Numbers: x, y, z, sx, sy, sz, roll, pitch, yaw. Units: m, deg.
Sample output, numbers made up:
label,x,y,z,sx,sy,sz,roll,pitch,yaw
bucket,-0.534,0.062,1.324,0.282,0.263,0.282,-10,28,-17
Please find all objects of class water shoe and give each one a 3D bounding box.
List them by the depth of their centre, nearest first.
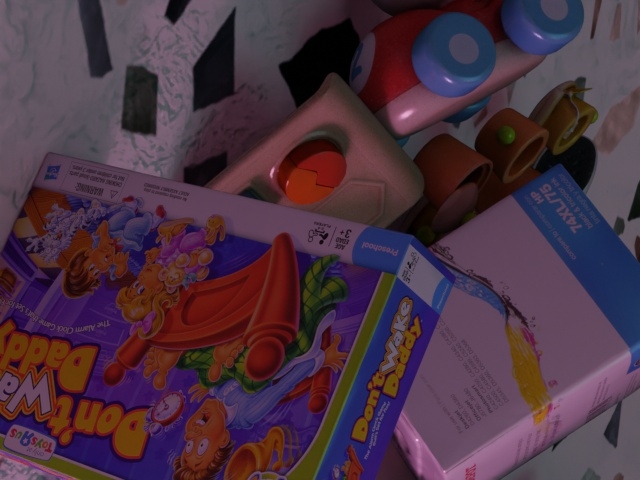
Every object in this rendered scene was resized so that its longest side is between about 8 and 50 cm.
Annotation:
label,x,y,z,sx,sy,sz,roll,pitch,yaw
water shoe,0.279,-0.036,1.963,0.080,0.073,0.203,88,26,-71

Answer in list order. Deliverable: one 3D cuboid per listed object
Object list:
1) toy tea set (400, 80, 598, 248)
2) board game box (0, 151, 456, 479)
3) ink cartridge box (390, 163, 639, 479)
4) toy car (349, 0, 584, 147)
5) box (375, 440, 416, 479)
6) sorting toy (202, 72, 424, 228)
label,x,y,z,sx,sy,sz,roll,pitch,yaw
toy tea set,0.204,-0.045,1.722,0.336,0.124,0.200,-23,150,-49
board game box,-0.102,0.081,1.173,0.078,0.347,0.233,41,67,-53
ink cartridge box,0.177,0.102,1.571,0.270,0.197,0.198,-32,161,-8
toy car,0.088,-0.233,1.532,0.210,0.219,0.238,-27,85,-27
box,0.107,0.168,1.709,0.094,0.113,0.275,77,38,-70
sorting toy,0.000,0.000,1.492,0.229,0.041,0.307,-43,143,3
